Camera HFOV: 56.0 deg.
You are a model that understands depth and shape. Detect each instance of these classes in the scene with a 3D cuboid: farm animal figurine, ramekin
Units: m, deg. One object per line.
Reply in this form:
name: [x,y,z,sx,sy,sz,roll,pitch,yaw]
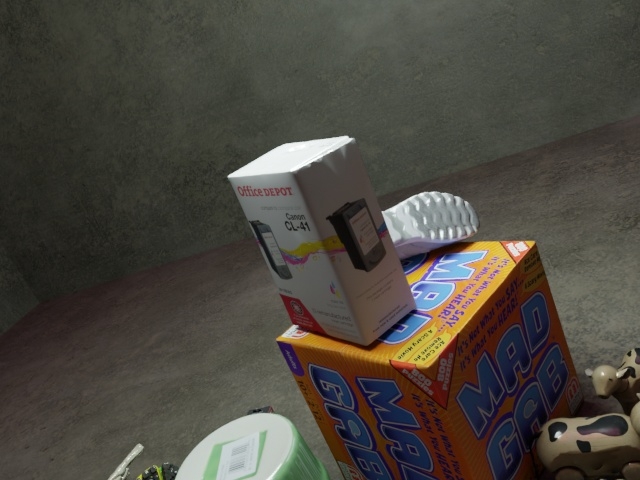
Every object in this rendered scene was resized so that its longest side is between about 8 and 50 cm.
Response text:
farm animal figurine: [0.485,0.298,0.947,0.326,0.172,0.330,-21,19,6]
ramekin: [-0.144,0.488,1.202,0.303,0.148,0.303,-21,19,8]

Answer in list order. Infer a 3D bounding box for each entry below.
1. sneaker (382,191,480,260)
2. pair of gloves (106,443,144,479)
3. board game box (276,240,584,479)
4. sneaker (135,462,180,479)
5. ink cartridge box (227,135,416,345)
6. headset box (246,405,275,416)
sneaker: [0.164,-0.016,1.158,0.281,0.105,0.115,-9,-23,-6]
pair of gloves: [-0.493,0.583,1.379,0.240,0.042,0.204,-50,-1,42]
board game box: [0.211,0.243,1.125,0.356,0.357,0.356,-1,30,48]
sneaker: [-0.415,0.617,1.265,0.343,0.134,0.146,-38,-14,-18]
ink cartridge box: [0.000,0.000,0.997,0.131,0.306,0.226,-34,21,-28]
headset box: [-0.135,0.434,1.434,0.062,0.083,0.032,-16,20,18]
